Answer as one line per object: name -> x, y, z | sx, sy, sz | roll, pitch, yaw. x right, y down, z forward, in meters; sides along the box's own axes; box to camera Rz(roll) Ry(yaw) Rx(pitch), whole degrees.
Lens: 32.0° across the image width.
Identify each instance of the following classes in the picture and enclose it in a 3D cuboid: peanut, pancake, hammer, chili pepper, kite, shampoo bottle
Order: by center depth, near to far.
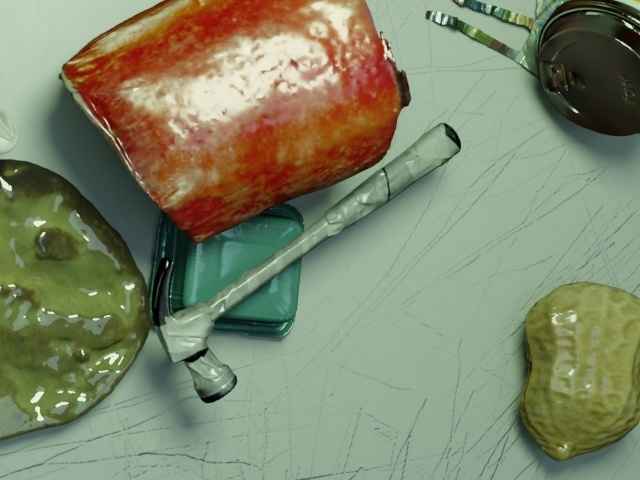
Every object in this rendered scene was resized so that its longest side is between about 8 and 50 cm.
shampoo bottle -> -0.335, -0.113, 1.097 | 0.072, 0.099, 0.043 | 39, 77, -23
pancake -> -0.321, 0.062, 1.143 | 0.294, 0.049, 0.294 | -3, 97, -28
chili pepper -> -0.091, -0.145, 1.169 | 0.305, 0.229, 0.251 | -28, 104, -11
hammer -> 0.000, 0.000, 1.227 | 0.427, 0.044, 0.152 | -34, 103, -23
kite -> 0.279, -0.289, 1.433 | 0.310, 0.015, 0.169 | 22, 82, -26
peanut -> 0.339, 0.170, 1.434 | 0.196, 0.110, 0.233 | 7, 88, -26

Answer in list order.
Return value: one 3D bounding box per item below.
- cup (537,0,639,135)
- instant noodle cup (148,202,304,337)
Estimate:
cup -> 0.408, -0.270, 1.396 | 0.280, 0.196, 0.196 | -47, 111, -27
instant noodle cup -> -0.094, 0.028, 1.240 | 0.179, 0.070, 0.157 | 7, 88, -25
